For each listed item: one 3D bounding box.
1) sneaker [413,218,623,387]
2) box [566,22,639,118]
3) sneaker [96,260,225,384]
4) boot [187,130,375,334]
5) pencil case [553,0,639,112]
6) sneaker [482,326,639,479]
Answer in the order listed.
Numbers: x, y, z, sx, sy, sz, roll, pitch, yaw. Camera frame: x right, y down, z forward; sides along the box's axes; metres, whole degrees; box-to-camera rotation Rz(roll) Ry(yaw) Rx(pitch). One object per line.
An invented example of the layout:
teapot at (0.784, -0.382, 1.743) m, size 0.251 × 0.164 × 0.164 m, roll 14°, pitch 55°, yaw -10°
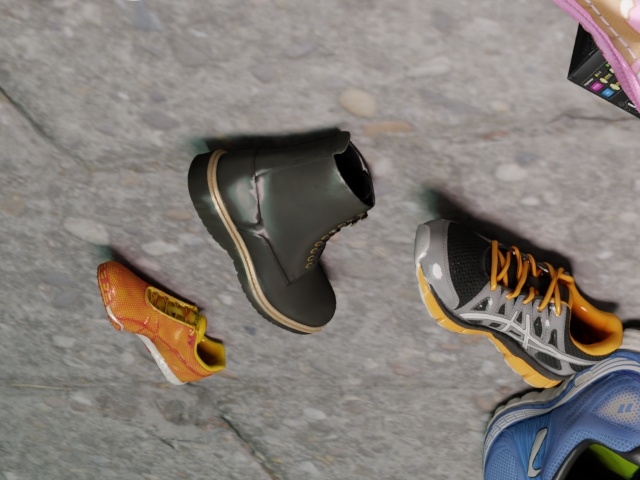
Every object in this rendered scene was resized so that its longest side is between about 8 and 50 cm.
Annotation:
sneaker at (0.152, 0.041, 1.065) m, size 0.083 × 0.084 × 0.215 m, roll -21°, pitch 139°, yaw 39°
box at (0.201, -0.113, 0.832) m, size 0.083 × 0.062 × 0.052 m, roll 26°, pitch 146°, yaw -12°
sneaker at (-0.146, 0.068, 1.268) m, size 0.067 × 0.064 × 0.175 m, roll -22°, pitch 138°, yaw 18°
boot at (0.000, 0.000, 1.083) m, size 0.137 × 0.077 × 0.198 m, roll -10°, pitch 139°, yaw 27°
pencil case at (0.120, -0.205, 0.646) m, size 0.167 × 0.160 × 0.386 m, roll -33°, pitch 125°, yaw 32°
sneaker at (0.219, 0.205, 1.201) m, size 0.130 × 0.147 × 0.330 m, roll 20°, pitch 147°, yaw -3°
